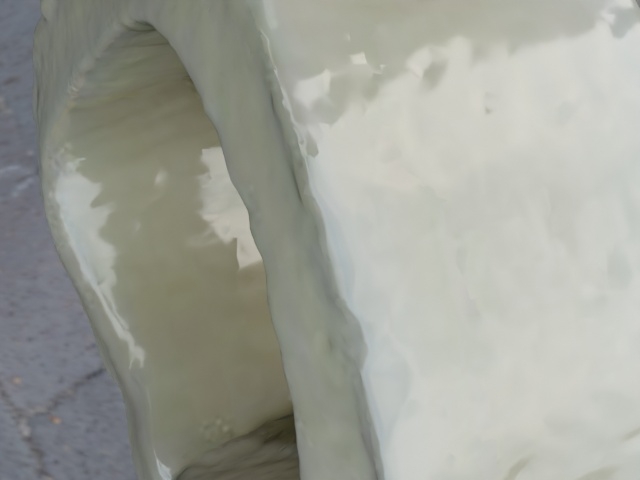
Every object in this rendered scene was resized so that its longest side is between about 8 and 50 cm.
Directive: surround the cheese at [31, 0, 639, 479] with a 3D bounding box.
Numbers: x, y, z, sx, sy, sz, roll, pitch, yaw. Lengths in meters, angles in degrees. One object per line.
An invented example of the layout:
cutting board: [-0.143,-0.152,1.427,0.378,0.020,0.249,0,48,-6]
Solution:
cheese: [-0.002,0.003,0.691,0.153,0.332,0.292,-15,90,-22]
